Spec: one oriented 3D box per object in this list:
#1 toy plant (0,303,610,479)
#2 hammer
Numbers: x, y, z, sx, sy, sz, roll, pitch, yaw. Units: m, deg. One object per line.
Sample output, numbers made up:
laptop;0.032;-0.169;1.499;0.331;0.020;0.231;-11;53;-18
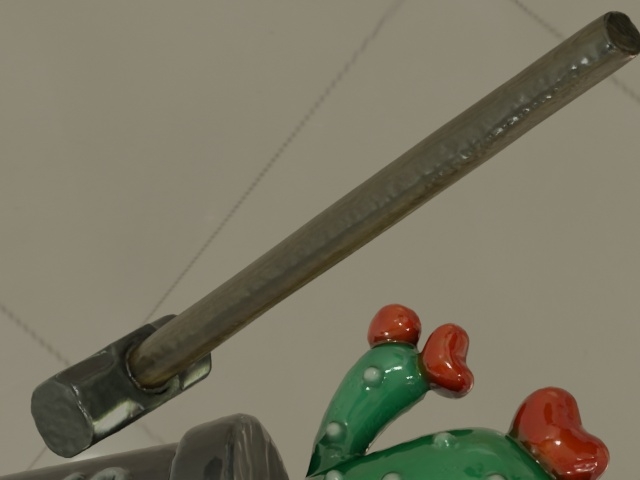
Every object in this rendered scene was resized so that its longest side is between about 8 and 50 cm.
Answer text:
toy plant;-0.015;0.197;0.867;0.400;0.279;0.185;-9;120;8
hammer;0.000;0.000;0.701;0.365;0.111;0.043;-36;85;35
